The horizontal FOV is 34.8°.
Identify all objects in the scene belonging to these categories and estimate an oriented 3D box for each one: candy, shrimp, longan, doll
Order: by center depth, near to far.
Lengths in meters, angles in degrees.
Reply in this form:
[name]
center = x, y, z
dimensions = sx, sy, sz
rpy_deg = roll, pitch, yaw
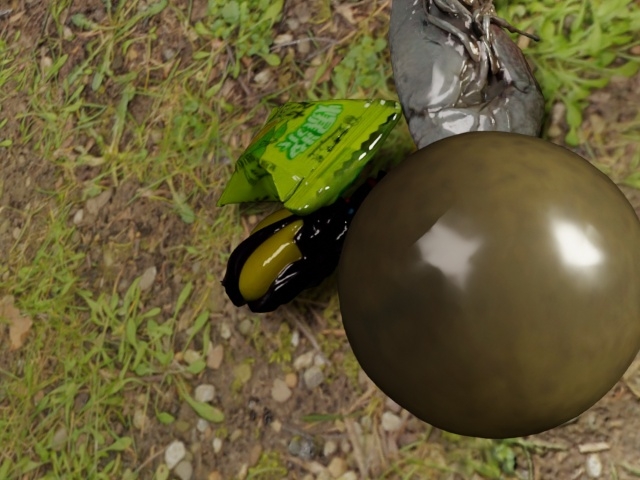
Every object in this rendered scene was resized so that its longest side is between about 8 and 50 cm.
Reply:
[longan]
center = 0.135, 0.033, 0.816
dimensions = 0.258, 0.258, 0.258
rpy_deg = -13, 64, 29
[shrimp]
center = 0.129, -0.220, 0.993
dimensions = 0.145, 0.116, 0.343
rpy_deg = -23, 67, 25
[doll]
center = -0.001, -0.003, 1.013
dimensions = 0.248, 0.127, 0.088
rpy_deg = -27, 90, 27
[candy]
center = -0.032, -0.089, 1.032
dimensions = 0.149, 0.069, 0.246
rpy_deg = -51, 21, -17
